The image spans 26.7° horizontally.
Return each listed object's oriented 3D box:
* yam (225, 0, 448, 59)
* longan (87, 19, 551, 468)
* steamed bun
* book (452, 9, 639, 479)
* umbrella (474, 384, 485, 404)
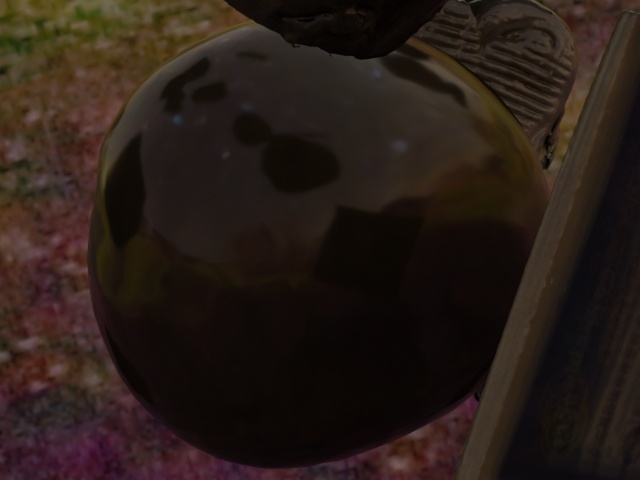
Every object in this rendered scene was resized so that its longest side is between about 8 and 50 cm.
[{"bbox_3d":[0.054,-0.217,0.650,0.268,0.161,0.161,-44,6,29],"label":"yam"},{"bbox_3d":[0.000,0.000,1.013,0.361,0.361,0.361,-12,21,5],"label":"longan"},{"bbox_3d":[0.137,-0.141,1.345,0.211,0.218,0.144,15,1,-1],"label":"steamed bun"},{"bbox_3d":[0.209,0.041,0.695,0.322,0.228,0.018,19,-1,-41],"label":"book"},{"bbox_3d":[0.172,0.120,1.450,0.066,0.059,0.235,9,23,-17],"label":"umbrella"}]
